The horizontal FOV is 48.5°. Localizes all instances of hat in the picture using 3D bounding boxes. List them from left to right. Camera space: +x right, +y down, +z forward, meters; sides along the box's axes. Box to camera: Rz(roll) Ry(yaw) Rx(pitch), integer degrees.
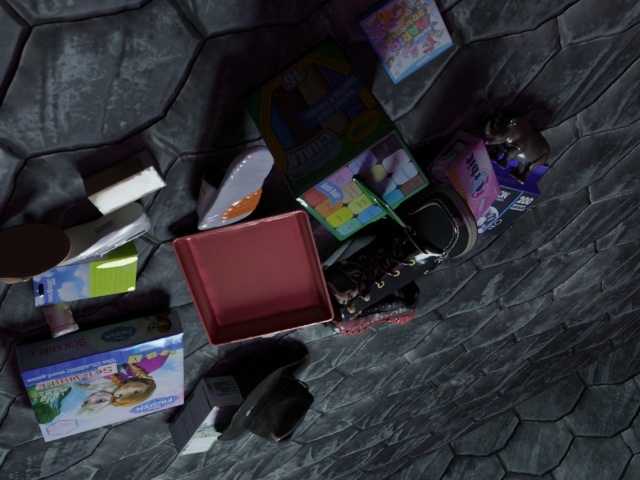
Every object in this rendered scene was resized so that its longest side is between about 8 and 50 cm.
[{"bbox_3d":[-0.108,0.452,1.859,0.331,0.134,0.331,-42,164,-15],"label":"hat"}]

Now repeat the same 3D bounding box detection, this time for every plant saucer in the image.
[{"bbox_3d":[-0.125,0.067,1.376,0.258,0.048,0.259,-13,120,3],"label":"plant saucer"}]

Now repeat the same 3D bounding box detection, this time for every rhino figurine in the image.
[{"bbox_3d":[0.395,-0.200,1.460,0.243,0.073,0.106,24,110,-48],"label":"rhino figurine"}]

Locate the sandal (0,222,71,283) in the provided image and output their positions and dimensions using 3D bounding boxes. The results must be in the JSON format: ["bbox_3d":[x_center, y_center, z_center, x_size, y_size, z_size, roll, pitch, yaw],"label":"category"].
[{"bbox_3d":[-0.514,0.032,1.169,0.240,0.088,0.079,-19,179,1],"label":"sandal"}]

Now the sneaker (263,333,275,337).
[{"bbox_3d":[-0.112,0.134,1.518,0.123,0.106,0.290,4,146,-29],"label":"sneaker"}]

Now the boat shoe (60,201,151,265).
[{"bbox_3d":[-0.377,-0.002,1.212,0.184,0.066,0.063,-33,147,-9],"label":"boat shoe"}]

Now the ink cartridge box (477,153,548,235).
[{"bbox_3d":[0.410,-0.100,1.637,0.206,0.045,0.208,7,133,-40],"label":"ink cartridge box"}]

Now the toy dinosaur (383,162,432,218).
[{"bbox_3d":[0.156,-0.108,1.416,0.268,0.064,0.118,-2,124,-47],"label":"toy dinosaur"}]

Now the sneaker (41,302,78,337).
[{"bbox_3d":[-0.494,0.144,1.347,0.051,0.070,0.134,-20,177,-21],"label":"sneaker"}]

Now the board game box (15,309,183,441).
[{"bbox_3d":[-0.454,0.295,1.523,0.318,0.066,0.318,-12,144,-19],"label":"board game box"}]

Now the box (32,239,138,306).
[{"bbox_3d":[-0.422,0.059,1.274,0.178,0.042,0.109,-9,142,-25],"label":"box"}]

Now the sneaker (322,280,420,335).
[{"bbox_3d":[0.133,0.154,1.747,0.276,0.097,0.135,-8,143,-30],"label":"sneaker"}]

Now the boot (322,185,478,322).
[{"bbox_3d":[0.139,0.039,1.443,0.284,0.138,0.377,-30,175,-17],"label":"boot"}]

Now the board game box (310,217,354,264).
[{"bbox_3d":[0.000,0.000,1.503,0.103,0.026,0.154,16,128,-46],"label":"board game box"}]

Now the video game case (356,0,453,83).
[{"bbox_3d":[0.140,-0.336,1.147,0.119,0.015,0.166,-34,147,10],"label":"video game case"}]

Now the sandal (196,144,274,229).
[{"bbox_3d":[-0.148,-0.105,1.205,0.102,0.076,0.265,-15,160,-31],"label":"sandal"}]

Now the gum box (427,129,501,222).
[{"bbox_3d":[0.294,-0.126,1.446,0.107,0.062,0.188,-49,139,-11],"label":"gum box"}]

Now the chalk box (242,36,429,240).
[{"bbox_3d":[0.037,-0.132,1.105,0.179,0.289,0.180,-33,146,9],"label":"chalk box"}]

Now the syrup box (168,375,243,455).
[{"bbox_3d":[-0.302,0.458,1.863,0.093,0.096,0.237,3,134,-40],"label":"syrup box"}]

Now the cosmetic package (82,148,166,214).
[{"bbox_3d":[-0.314,-0.093,1.141,0.115,0.041,0.060,-27,148,0],"label":"cosmetic package"}]
